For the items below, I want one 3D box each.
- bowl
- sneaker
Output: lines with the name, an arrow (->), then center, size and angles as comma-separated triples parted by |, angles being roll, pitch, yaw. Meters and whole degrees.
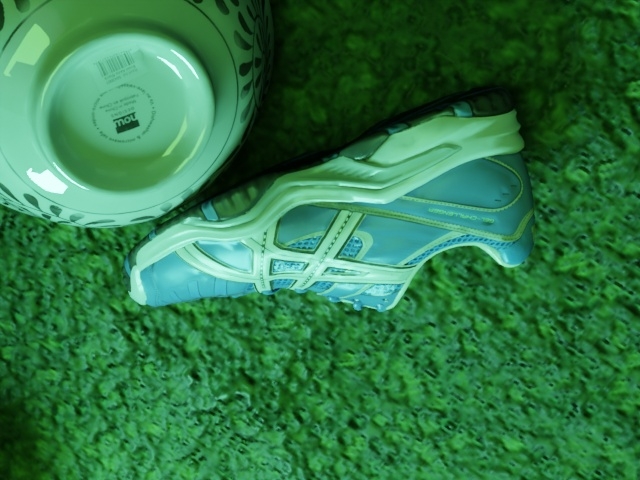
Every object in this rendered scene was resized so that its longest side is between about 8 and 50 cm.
bowl -> -0.090, -0.068, 0.529 | 0.170, 0.080, 0.170 | -9, 119, -17
sneaker -> 0.000, 0.000, 0.569 | 0.211, 0.080, 0.081 | -19, 99, 23
